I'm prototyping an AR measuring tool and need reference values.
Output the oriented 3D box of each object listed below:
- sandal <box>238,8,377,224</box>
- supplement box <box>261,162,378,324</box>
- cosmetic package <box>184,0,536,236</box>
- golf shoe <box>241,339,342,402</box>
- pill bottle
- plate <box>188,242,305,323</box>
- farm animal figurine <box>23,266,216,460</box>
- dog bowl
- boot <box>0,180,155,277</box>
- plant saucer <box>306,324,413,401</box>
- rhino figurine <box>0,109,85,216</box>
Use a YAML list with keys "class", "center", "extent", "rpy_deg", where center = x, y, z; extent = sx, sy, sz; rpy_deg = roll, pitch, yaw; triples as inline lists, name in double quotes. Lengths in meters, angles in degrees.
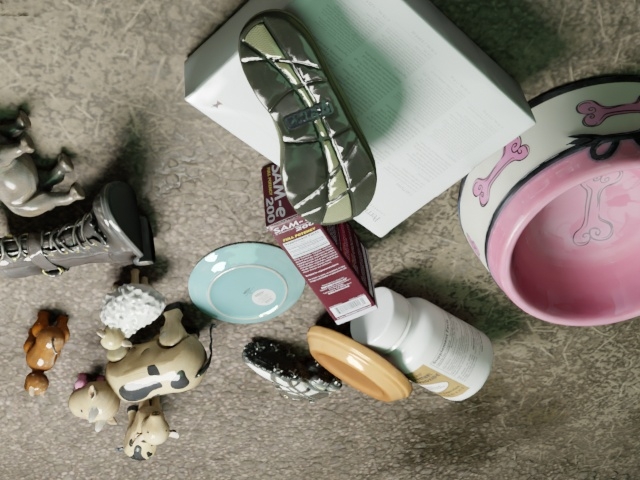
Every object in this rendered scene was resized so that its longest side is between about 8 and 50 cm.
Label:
- class: "sandal"
  center: [-0.007, -0.152, 1.275]
  extent: [0.120, 0.086, 0.302]
  rpy_deg: [-12, 120, 12]
- class: "supplement box"
  center: [0.000, 0.000, 1.517]
  extent: [0.073, 0.130, 0.239]
  rpy_deg: [-22, 133, 13]
- class: "cosmetic package"
  center: [0.054, -0.194, 1.357]
  extent: [0.284, 0.097, 0.377]
  rpy_deg: [-38, 128, 24]
- class: "golf shoe"
  center: [-0.061, 0.237, 1.780]
  extent: [0.198, 0.077, 0.094]
  rpy_deg: [24, 127, -27]
- class: "pill bottle"
  center: [0.165, 0.168, 1.707]
  extent: [0.229, 0.131, 0.131]
  rpy_deg: [30, 124, -32]
- class: "plate"
  center: [-0.117, 0.077, 1.649]
  extent: [0.188, 0.024, 0.188]
  rpy_deg: [-4, 134, -5]
- class: "farm animal figurine"
  center: [-0.309, 0.236, 1.672]
  extent: [0.327, 0.172, 0.330]
  rpy_deg: [-29, 132, 19]
- class: "dog bowl"
  center: [0.417, -0.035, 1.533]
  extent: [0.408, 0.150, 0.408]
  rpy_deg: [-4, 135, -4]
- class: "boot"
  center: [-0.360, 0.004, 1.448]
  extent: [0.229, 0.091, 0.263]
  rpy_deg: [-8, 162, -2]
- class: "plant saucer"
  center: [0.059, 0.210, 1.707]
  extent: [0.200, 0.037, 0.200]
  rpy_deg: [29, 164, 9]
- class: "rhino figurine"
  center: [-0.428, -0.120, 1.373]
  extent: [0.106, 0.073, 0.243]
  rpy_deg: [-27, 131, 14]
